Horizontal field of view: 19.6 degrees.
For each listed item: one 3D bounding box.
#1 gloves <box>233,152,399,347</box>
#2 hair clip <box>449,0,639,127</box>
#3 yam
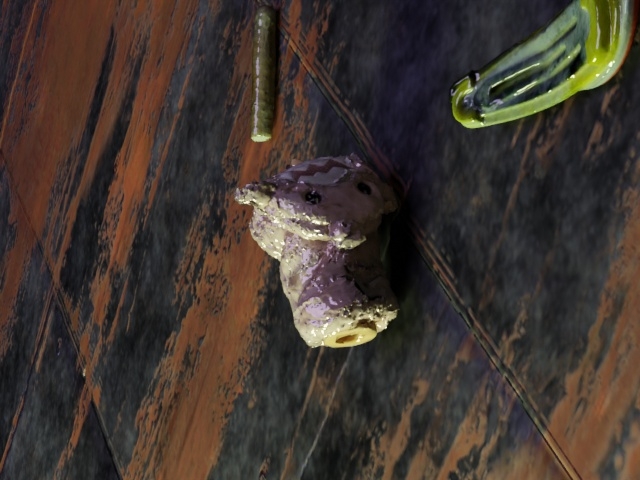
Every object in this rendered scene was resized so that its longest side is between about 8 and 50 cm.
[{"bbox_3d":[0.008,0.003,1.304,0.094,0.110,0.144,-36,81,49],"label":"gloves"},{"bbox_3d":[0.139,-0.109,1.119,0.188,0.033,0.060,-31,59,57],"label":"hair clip"},{"bbox_3d":[-0.047,-0.140,1.542,0.021,0.021,0.116,162,113,-63],"label":"yam"}]
